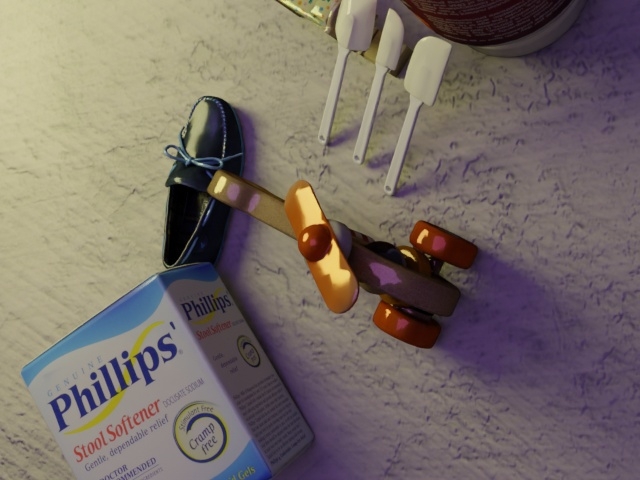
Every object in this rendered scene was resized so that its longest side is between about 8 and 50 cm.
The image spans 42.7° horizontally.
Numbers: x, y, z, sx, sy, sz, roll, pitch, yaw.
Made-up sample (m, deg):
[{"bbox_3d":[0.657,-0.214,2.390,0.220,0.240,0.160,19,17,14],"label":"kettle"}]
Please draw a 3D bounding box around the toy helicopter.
[{"bbox_3d":[0.000,0.000,0.979,0.355,0.235,0.140,28,99,23],"label":"toy helicopter"}]

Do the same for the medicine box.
[{"bbox_3d":[-0.204,0.220,1.087,0.263,0.149,0.289,-34,83,19],"label":"medicine box"}]

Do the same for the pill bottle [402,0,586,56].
[{"bbox_3d":[0.160,-0.330,0.839,0.224,0.392,0.224,-2,86,24],"label":"pill bottle"}]

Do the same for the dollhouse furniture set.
[{"bbox_3d":[0.054,-0.332,1.046,0.182,0.101,0.161,37,102,22],"label":"dollhouse furniture set"}]

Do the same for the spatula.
[{"bbox_3d":[0.066,-0.181,1.008,0.168,0.019,0.242,38,141,21],"label":"spatula"}]

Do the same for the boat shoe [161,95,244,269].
[{"bbox_3d":[-0.164,-0.076,1.137,0.109,0.089,0.258,2,88,24],"label":"boat shoe"}]
